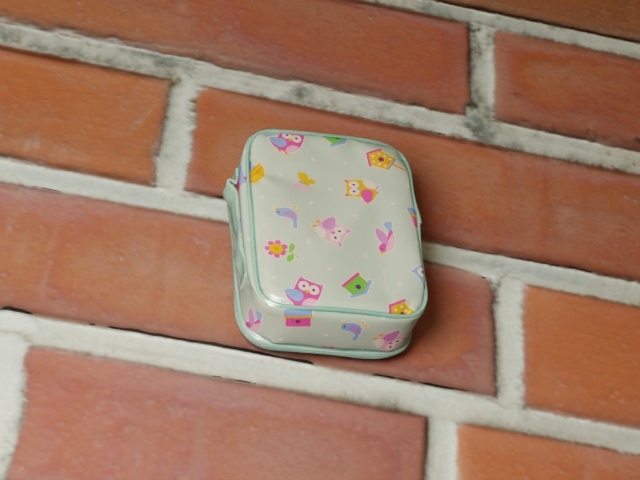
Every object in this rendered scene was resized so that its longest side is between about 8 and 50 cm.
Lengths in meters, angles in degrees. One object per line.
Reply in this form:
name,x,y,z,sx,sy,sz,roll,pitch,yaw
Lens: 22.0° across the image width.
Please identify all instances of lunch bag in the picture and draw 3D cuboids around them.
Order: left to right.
lunch bag,0.000,0.000,1.902,0.224,0.108,0.279,3,50,-11
